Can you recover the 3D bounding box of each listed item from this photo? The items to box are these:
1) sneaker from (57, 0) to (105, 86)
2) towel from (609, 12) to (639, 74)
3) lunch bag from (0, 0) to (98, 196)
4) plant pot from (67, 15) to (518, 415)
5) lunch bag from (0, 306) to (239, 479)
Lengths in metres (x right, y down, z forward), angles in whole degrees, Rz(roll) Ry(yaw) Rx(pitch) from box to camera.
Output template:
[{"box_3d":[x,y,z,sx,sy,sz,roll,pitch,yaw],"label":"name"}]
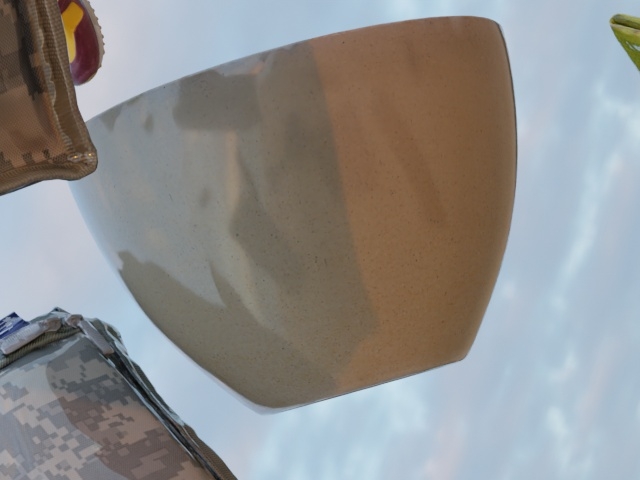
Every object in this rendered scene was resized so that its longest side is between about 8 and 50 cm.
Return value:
[{"box_3d":[-0.241,-0.202,1.394,0.185,0.069,0.084,61,-155,-2],"label":"sneaker"},{"box_3d":[0.227,-0.016,0.867,0.021,0.102,0.237,-47,-60,-11],"label":"towel"},{"box_3d":[-0.237,-0.143,0.670,0.169,0.235,0.287,-27,-70,-42],"label":"lunch bag"},{"box_3d":[0.000,0.000,1.078,0.284,0.284,0.191,-2,-104,-68],"label":"plant pot"},{"box_3d":[-0.146,0.220,1.071,0.256,0.305,0.212,-48,-30,3],"label":"lunch bag"}]
